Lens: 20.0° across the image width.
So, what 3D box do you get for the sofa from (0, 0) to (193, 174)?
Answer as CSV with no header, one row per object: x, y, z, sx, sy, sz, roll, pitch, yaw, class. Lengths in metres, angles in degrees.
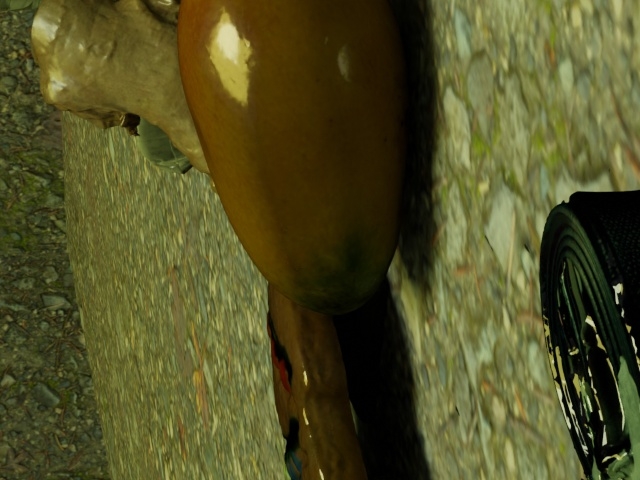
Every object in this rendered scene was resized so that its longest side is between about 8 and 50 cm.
-0.196,-0.184,1.580,0.210,0.176,0.225,-113,6,-61,sofa

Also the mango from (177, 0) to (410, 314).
-0.012,-0.070,1.014,0.151,0.120,0.221,-122,20,-61,mango

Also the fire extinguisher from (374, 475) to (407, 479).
0.061,0.182,1.040,0.046,0.032,0.100,39,-147,-53,fire extinguisher

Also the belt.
0.114,0.046,0.626,0.105,0.058,0.140,97,162,-59,belt

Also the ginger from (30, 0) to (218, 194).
-0.124,-0.131,1.440,0.137,0.213,0.074,-63,-5,23,ginger

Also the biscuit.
-0.001,0.134,1.142,0.278,0.043,0.302,-125,24,-80,biscuit

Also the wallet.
-0.001,0.000,1.220,0.244,0.025,0.124,-113,17,-48,wallet
